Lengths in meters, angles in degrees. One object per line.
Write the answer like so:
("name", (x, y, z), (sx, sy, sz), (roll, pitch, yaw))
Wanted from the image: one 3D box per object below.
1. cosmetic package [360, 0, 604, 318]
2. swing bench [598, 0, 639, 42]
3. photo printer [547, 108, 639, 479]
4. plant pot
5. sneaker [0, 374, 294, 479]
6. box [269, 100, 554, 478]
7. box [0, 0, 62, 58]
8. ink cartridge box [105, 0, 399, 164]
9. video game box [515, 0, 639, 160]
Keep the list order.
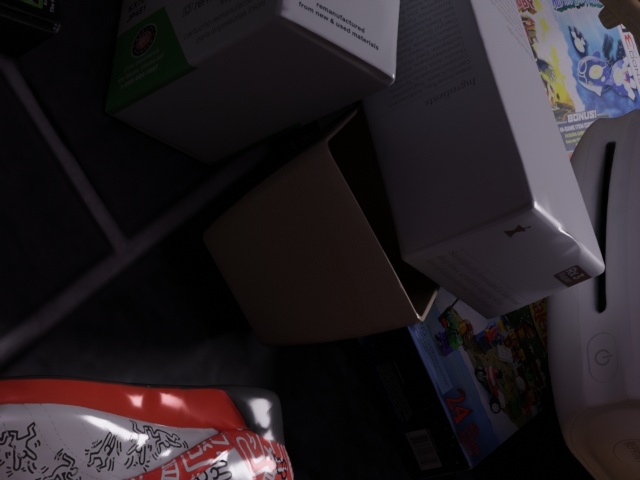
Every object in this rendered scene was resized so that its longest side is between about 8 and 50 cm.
("cosmetic package", (0.079, -0.083, 0.862), (0.117, 0.085, 0.231), (34, 38, -53))
("swing bench", (0.221, -0.271, 1.076), (0.255, 0.165, 0.253), (31, 33, 13))
("photo printer", (0.251, 0.079, 1.015), (0.307, 0.107, 0.256), (48, 39, -38))
("plant pot", (0.000, 0.000, 0.832), (0.109, 0.096, 0.109), (61, 21, -9))
("sneaker", (-0.111, 0.142, 0.684), (0.270, 0.090, 0.145), (7, 68, -47))
("box", (0.076, 0.012, 0.955), (0.159, 0.044, 0.233), (-29, 96, -47))
("box", (-0.214, -0.206, 0.743), (0.184, 0.045, 0.190), (18, 62, -42))
("ink cartridge box", (-0.033, -0.168, 0.835), (0.087, 0.153, 0.208), (25, 58, -36))
("video game box", (0.169, -0.123, 1.101), (0.205, 0.048, 0.187), (-14, 83, -47))
